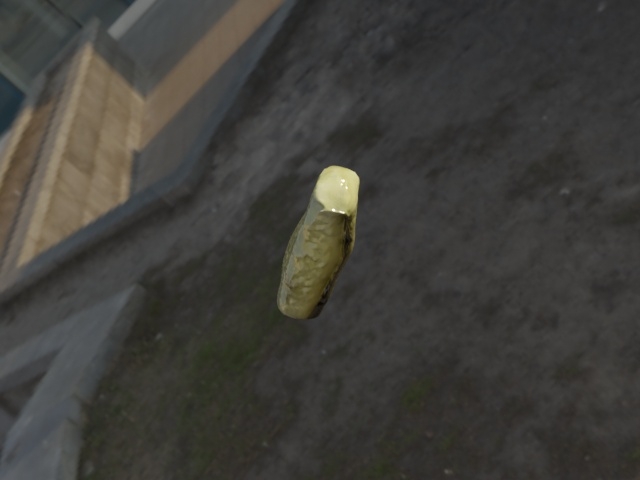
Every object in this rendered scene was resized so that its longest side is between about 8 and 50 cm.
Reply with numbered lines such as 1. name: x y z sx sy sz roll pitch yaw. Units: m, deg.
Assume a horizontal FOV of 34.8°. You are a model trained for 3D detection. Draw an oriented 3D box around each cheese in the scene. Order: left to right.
1. cheese: 0.000 0.000 0.489 0.044 0.030 0.083 -93 17 -47
